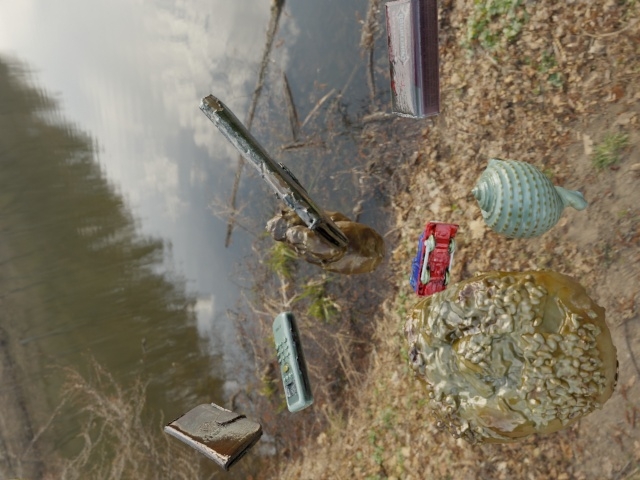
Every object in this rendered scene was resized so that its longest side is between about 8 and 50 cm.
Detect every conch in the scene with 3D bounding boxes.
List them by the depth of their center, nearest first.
[{"bbox_3d":[0.359,-0.065,0.867,0.131,0.199,0.172,-62,11,11],"label":"conch"}]

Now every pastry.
[{"bbox_3d":[0.256,0.174,0.712,0.311,0.161,0.255,-40,75,40],"label":"pastry"}]

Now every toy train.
[{"bbox_3d":[0.294,0.046,1.264,0.131,0.082,0.204,-97,12,-75],"label":"toy train"}]

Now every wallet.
[{"bbox_3d":[-0.077,-0.113,0.817,0.044,0.169,0.317,-44,67,3],"label":"wallet"},{"bbox_3d":[-0.253,0.453,1.158,0.255,0.137,0.031,3,114,43],"label":"wallet"}]

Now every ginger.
[{"bbox_3d":[-0.003,-0.001,1.372,0.357,0.274,0.153,26,112,56],"label":"ginger"}]

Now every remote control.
[{"bbox_3d":[-0.090,0.370,1.499,0.140,0.056,0.297,-50,49,53],"label":"remote control"}]

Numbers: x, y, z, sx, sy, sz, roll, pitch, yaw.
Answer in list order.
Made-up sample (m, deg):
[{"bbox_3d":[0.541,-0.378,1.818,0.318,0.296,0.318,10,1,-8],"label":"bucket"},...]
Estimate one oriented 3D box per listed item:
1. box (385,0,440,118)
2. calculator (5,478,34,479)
[{"bbox_3d":[0.188,-0.369,0.982,0.120,0.069,0.224,-138,37,-58],"label":"box"},{"bbox_3d":[-0.486,0.447,0.757,0.032,0.146,0.235,39,150,36],"label":"calculator"}]
